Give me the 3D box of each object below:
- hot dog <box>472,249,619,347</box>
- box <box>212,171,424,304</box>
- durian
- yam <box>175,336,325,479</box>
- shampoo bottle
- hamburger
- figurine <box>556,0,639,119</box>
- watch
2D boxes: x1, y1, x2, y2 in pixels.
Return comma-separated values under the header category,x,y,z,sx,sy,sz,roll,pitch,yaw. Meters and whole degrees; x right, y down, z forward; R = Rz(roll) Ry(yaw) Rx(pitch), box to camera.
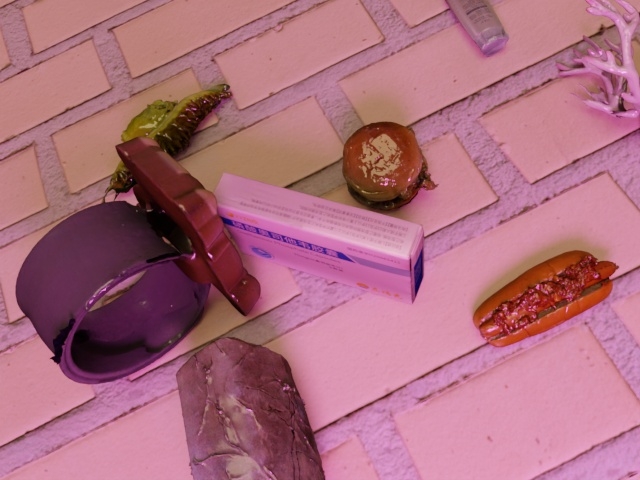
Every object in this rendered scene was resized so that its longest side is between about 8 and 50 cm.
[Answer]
category,x,y,z,sx,sy,sz,roll,pitch,yaw
hot dog,0.365,0.087,0.946,0.249,0.076,0.102,-26,61,0
box,0.000,0.000,0.986,0.344,0.200,0.065,16,68,17
durian,-0.331,-0.213,1.197,0.132,0.106,0.375,37,73,28
yam,-0.109,0.296,0.889,0.202,0.202,0.271,-19,62,-14
shampoo bottle,0.316,-0.474,1.216,0.072,0.049,0.212,-19,64,0
hamburger,0.125,-0.129,1.057,0.185,0.131,0.159,23,76,15
figurine,0.601,-0.313,1.028,0.316,0.206,0.284,-22,70,-6
watch,-0.317,0.054,0.951,0.327,0.335,0.314,-41,66,-18
